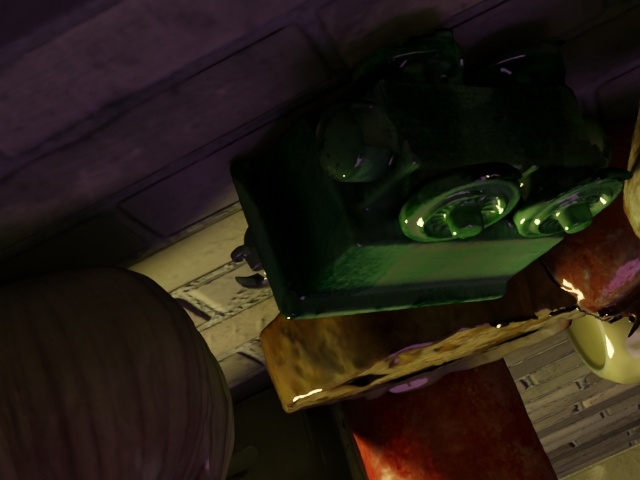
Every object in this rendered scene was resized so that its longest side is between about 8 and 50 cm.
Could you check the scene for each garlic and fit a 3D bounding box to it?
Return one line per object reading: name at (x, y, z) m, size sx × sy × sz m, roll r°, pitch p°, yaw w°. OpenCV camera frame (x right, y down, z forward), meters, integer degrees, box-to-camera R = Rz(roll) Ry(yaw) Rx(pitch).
garlic at (-0.215, 0.165, 0.856) m, size 0.317 × 0.259 × 0.317 m, roll -21°, pitch 153°, yaw -11°

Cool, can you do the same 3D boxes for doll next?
doll at (0.000, -0.001, 0.947) m, size 0.194 × 0.062 × 0.104 m, roll -11°, pitch 173°, yaw -44°

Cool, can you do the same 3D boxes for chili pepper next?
chili pepper at (0.181, 0.287, 1.432) m, size 0.251 × 0.305 × 0.229 m, roll -40°, pitch 155°, yaw 28°

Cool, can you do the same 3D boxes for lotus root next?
lotus root at (0.102, 0.089, 1.150) m, size 0.375 × 0.111 × 0.390 m, roll -32°, pitch 163°, yaw 30°

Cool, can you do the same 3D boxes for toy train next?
toy train at (0.090, -0.046, 0.821) m, size 0.266 × 0.145 × 0.202 m, roll -2°, pitch 152°, yaw -39°

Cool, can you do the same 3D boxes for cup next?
cup at (0.385, 0.042, 1.243) m, size 0.202 × 0.173 × 0.255 m, roll -21°, pitch 158°, yaw -8°

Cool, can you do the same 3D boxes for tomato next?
tomato at (0.298, -0.028, 1.017) m, size 0.214 × 0.181 × 0.155 m, roll -2°, pitch 145°, yaw -48°

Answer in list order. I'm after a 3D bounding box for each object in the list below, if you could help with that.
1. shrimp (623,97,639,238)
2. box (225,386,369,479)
shrimp at (0.282, -0.165, 0.708) m, size 0.109 × 0.221 × 0.446 m, roll 19°, pitch 141°, yaw 5°
box at (-0.082, 0.311, 1.350) m, size 0.290 × 0.221 × 0.166 m, roll -28°, pitch 135°, yaw 9°
